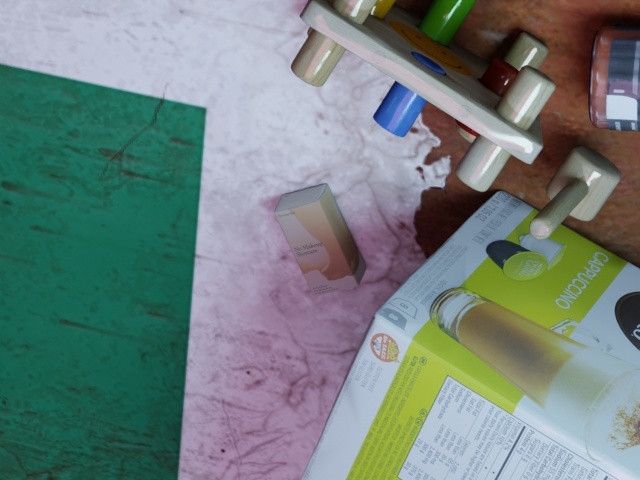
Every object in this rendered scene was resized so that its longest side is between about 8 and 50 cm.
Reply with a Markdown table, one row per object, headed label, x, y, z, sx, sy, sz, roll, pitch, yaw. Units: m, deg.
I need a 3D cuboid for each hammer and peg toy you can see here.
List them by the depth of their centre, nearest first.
| label | x | y | z | sx | sy | sz | roll | pitch | yaw |
| --- | --- | --- | --- | --- | --- | --- | --- | --- | --- |
| hammer and peg toy | 0.147 | -0.146 | 1.808 | 0.361 | 0.266 | 0.127 | 32 | 106 | -4 |

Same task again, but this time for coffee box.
| label | x | y | z | sx | sy | sz | roll | pitch | yaw |
| --- | --- | --- | --- | --- | --- | --- | --- | --- | --- |
| coffee box | 0.205 | 0.215 | 1.932 | 0.334 | 0.337 | 0.338 | 31 | 124 | 13 |

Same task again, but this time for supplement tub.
| label | x | y | z | sx | sy | sz | roll | pitch | yaw |
| --- | --- | --- | --- | --- | --- | --- | --- | --- | --- |
| supplement tub | 0.363 | -0.155 | 1.831 | 0.198 | 0.106 | 0.106 | 4 | 122 | 15 |

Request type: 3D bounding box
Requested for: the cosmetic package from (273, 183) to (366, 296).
| label | x | y | z | sx | sy | sz | roll | pitch | yaw |
| --- | --- | --- | --- | --- | --- | --- | --- | --- | --- |
| cosmetic package | 0.000 | 0.000 | 2.074 | 0.060 | 0.041 | 0.115 | -15 | 116 | 25 |
